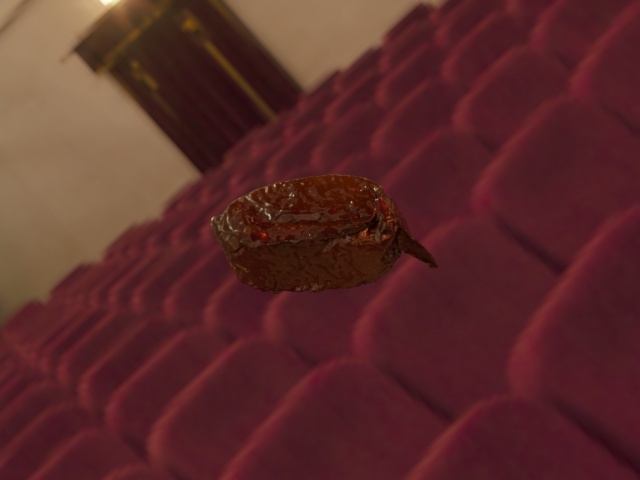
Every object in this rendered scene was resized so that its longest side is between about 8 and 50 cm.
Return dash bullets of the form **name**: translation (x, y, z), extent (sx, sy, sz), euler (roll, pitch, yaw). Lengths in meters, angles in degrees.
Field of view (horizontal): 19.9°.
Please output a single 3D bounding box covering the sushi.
- **sushi**: translation (0.000, 0.000, 0.989), extent (0.120, 0.055, 0.052), euler (-11, 46, 6)
